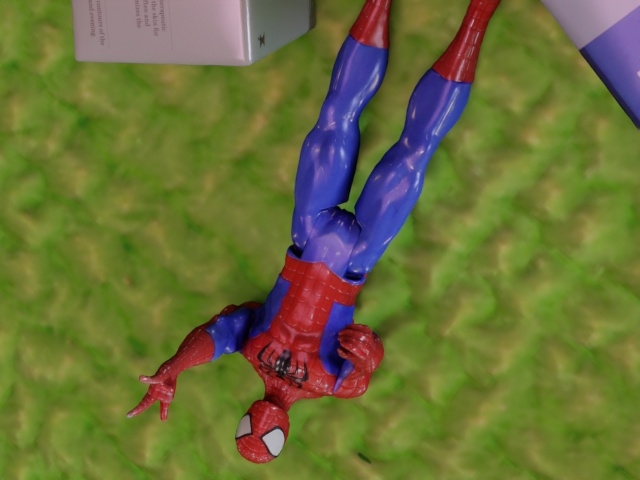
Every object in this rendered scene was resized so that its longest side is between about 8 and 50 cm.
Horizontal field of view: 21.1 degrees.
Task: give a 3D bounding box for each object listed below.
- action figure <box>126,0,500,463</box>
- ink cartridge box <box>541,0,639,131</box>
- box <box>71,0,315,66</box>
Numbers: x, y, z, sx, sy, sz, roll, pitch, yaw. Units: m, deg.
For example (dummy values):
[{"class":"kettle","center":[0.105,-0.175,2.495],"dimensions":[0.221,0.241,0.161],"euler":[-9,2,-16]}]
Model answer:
[{"class":"action figure","center":[0.000,0.000,0.800],"dimensions":[0.091,0.139,0.280],"euler":[24,115,10]},{"class":"ink cartridge box","center":[0.094,-0.157,0.690],"dimensions":[0.065,0.186,0.311],"euler":[-39,94,21]},{"class":"box","center":[-0.058,-0.138,0.788],"dimensions":[0.087,0.102,0.101],"euler":[3,107,18]}]
